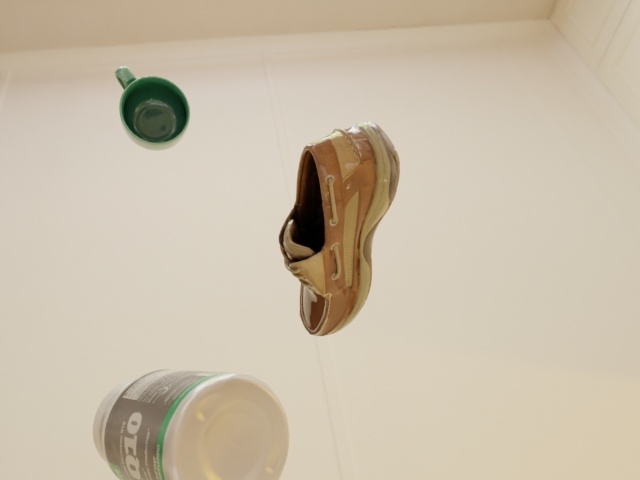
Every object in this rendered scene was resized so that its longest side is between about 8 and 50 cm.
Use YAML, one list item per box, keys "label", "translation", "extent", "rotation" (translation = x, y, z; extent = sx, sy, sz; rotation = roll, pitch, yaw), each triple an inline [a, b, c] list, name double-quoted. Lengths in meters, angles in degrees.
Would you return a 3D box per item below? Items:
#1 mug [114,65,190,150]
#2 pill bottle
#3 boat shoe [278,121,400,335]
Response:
- label: "mug"
  translation: [-0.324, -0.255, 1.039]
  extent: [0.129, 0.097, 0.158]
  rotation: [-6, -91, -17]
- label: "pill bottle"
  translation: [-0.233, 0.319, 0.882]
  extent: [0.204, 0.361, 0.204]
  rotation: [11, -107, -38]
- label: "boat shoe"
  translation: [0.000, 0.000, 0.686]
  extent: [0.116, 0.324, 0.123]
  rotation: [-12, -140, -28]
